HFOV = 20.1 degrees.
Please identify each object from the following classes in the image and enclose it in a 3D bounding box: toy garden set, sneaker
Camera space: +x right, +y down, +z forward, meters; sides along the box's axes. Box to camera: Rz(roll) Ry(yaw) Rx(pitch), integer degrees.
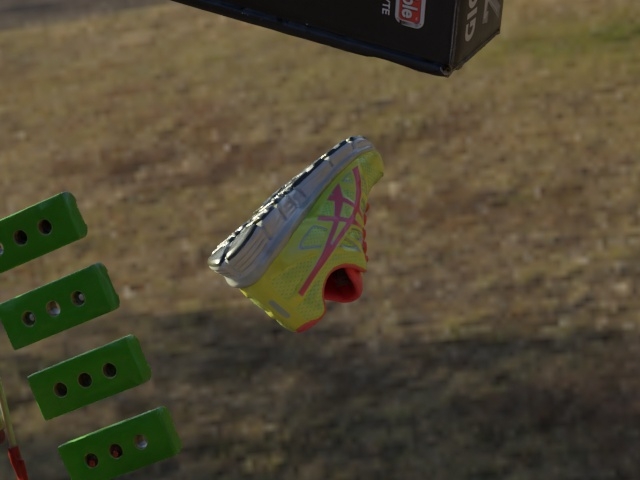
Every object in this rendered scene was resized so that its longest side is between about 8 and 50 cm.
[{"bbox_3d":[-0.249,0.102,1.591,0.203,0.244,0.049,-22,3,23],"label":"toy garden set"},{"bbox_3d":[0.000,0.000,1.283,0.081,0.094,0.208,-38,5,38],"label":"sneaker"}]

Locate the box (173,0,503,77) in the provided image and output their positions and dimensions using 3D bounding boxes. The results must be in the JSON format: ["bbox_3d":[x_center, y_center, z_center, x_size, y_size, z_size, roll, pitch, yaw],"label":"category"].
[{"bbox_3d":[-0.042,-0.254,0.860,0.293,0.295,0.073,20,36,23],"label":"box"}]
